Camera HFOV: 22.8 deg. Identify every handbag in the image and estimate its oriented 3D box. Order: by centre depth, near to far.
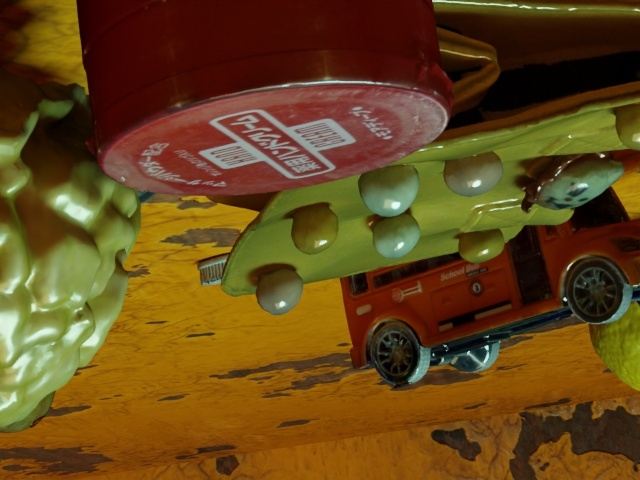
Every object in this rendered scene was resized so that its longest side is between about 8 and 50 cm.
[{"bbox_3d":[0.085,-0.059,1.121,0.283,0.133,0.401,-9,168,-19],"label":"handbag"}]

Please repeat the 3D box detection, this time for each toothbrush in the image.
[{"bbox_3d":[0.000,0.000,1.497,0.286,0.025,0.020,-17,163,30],"label":"toothbrush"}]

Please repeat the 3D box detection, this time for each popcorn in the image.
[{"bbox_3d":[-0.230,-0.007,0.925,0.264,0.225,0.332,7,-174,13],"label":"popcorn"}]

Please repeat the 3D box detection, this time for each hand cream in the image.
[{"bbox_3d":[-0.032,-0.106,0.833,0.193,0.125,0.193,-7,165,-2],"label":"hand cream"}]

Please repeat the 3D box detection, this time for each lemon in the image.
[{"bbox_3d":[0.378,0.077,1.695,0.188,0.188,0.256,-11,169,11],"label":"lemon"}]

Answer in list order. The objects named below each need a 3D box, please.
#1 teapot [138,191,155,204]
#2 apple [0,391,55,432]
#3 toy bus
[{"bbox_3d":[-0.137,-0.060,1.116,0.088,0.066,0.057,-26,-165,-24],"label":"teapot"},{"bbox_3d":[-0.342,0.145,1.709,0.102,0.126,0.126,-50,150,18],"label":"apple"},{"bbox_3d":[0.179,0.029,1.436,0.329,0.153,0.143,-20,169,39],"label":"toy bus"}]
